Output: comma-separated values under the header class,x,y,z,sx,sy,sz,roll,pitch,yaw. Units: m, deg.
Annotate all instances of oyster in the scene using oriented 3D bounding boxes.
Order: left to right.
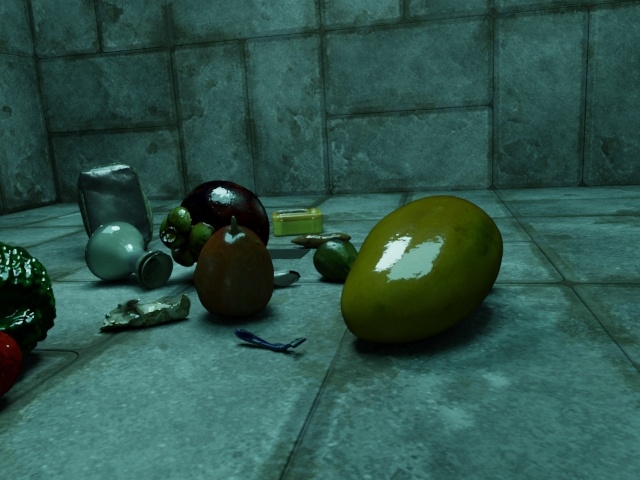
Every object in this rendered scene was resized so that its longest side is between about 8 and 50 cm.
class,x,y,z,sx,sy,sz,roll,pitch,yaw
oyster,-0.401,0.175,1.222,0.200,0.061,0.106,-4,29,11

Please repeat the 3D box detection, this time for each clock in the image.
class,x,y,z,sx,sy,sz,roll,pitch,yaw
clock,-0.095,-0.077,2.226,0.202,0.096,0.143,-5,15,-5

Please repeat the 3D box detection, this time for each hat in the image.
class,x,y,z,sx,sy,sz,roll,pitch,yaw
hat,-0.602,0.169,0.967,0.274,0.242,0.332,-27,45,-24

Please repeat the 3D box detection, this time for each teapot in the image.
class,x,y,z,sx,sy,sz,roll,pitch,yaw
teapot,-0.551,0.052,1.574,0.251,0.183,0.184,19,22,31

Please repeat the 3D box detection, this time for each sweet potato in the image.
class,x,y,z,sx,sy,sz,roll,pitch,yaw
sweet potato,0.000,0.001,1.920,0.219,0.051,0.065,-3,15,6

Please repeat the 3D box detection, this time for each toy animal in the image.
class,x,y,z,sx,sy,sz,roll,pitch,yaw
toy animal,-0.149,0.086,1.422,0.127,0.181,0.131,-51,25,-14

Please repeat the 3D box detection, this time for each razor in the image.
class,x,y,z,sx,sy,sz,roll,pitch,yaw
razor,-0.104,0.195,1.047,0.155,0.028,0.044,4,14,29

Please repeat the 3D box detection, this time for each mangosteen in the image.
class,x,y,z,sx,sy,sz,roll,pitch,yaw
mangosteen,-0.300,-0.034,1.590,0.311,0.311,0.311,-3,11,1

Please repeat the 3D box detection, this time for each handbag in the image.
class,x,y,z,sx,sy,sz,roll,pitch,yaw
handbag,-0.771,-0.104,2.034,0.247,0.340,0.240,-15,-3,-27

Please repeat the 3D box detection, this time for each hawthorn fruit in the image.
class,x,y,z,sx,sy,sz,roll,pitch,yaw
hawthorn fruit,-0.193,0.050,1.228,0.200,0.251,0.199,5,33,-4

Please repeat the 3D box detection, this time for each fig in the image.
class,x,y,z,sx,sy,sz,roll,pitch,yaw
fig,0.059,0.068,1.494,0.123,0.123,0.156,-14,54,-41

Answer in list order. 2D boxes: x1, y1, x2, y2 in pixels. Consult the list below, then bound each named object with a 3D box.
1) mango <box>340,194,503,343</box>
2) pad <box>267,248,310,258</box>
class,x,y,z,sx,sy,sz,roll,pitch,yaw
mango,0.208,0.057,1.128,0.300,0.232,0.446,6,28,36
pad,-0.152,0.046,1.860,0.212,0.003,0.143,0,12,14
